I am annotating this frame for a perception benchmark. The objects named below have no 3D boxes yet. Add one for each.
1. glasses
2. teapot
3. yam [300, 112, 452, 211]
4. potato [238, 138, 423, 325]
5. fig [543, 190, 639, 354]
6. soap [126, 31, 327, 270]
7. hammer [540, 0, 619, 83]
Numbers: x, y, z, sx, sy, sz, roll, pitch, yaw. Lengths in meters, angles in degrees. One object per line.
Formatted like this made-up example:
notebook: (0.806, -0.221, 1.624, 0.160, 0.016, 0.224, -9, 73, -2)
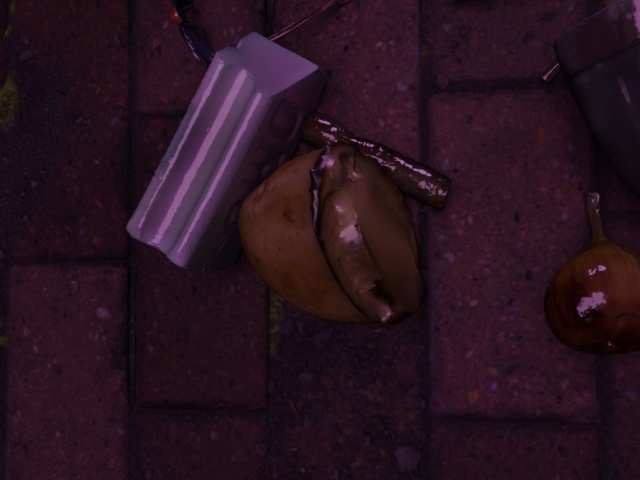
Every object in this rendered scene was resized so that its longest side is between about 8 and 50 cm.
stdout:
glasses: (-0.118, -0.412, 1.217, 0.268, 0.118, 0.234, -27, 79, 13)
teapot: (0.501, -0.176, 0.999, 0.315, 0.233, 0.312, -22, 90, -13)
yam: (0.086, -0.121, 1.174, 0.253, 0.061, 0.061, 29, 95, 16)
potato: (0.000, 0.000, 1.115, 0.242, 0.285, 0.242, -24, 43, 25)
fig: (0.391, 0.043, 1.042, 0.160, 0.143, 0.230, 19, 85, -15)
soap: (-0.129, -0.132, 1.159, 0.115, 0.208, 0.347, 29, 94, 13)
hammer: (0.387, -0.303, 1.121, 0.182, 0.017, 0.062, -46, 76, 10)
